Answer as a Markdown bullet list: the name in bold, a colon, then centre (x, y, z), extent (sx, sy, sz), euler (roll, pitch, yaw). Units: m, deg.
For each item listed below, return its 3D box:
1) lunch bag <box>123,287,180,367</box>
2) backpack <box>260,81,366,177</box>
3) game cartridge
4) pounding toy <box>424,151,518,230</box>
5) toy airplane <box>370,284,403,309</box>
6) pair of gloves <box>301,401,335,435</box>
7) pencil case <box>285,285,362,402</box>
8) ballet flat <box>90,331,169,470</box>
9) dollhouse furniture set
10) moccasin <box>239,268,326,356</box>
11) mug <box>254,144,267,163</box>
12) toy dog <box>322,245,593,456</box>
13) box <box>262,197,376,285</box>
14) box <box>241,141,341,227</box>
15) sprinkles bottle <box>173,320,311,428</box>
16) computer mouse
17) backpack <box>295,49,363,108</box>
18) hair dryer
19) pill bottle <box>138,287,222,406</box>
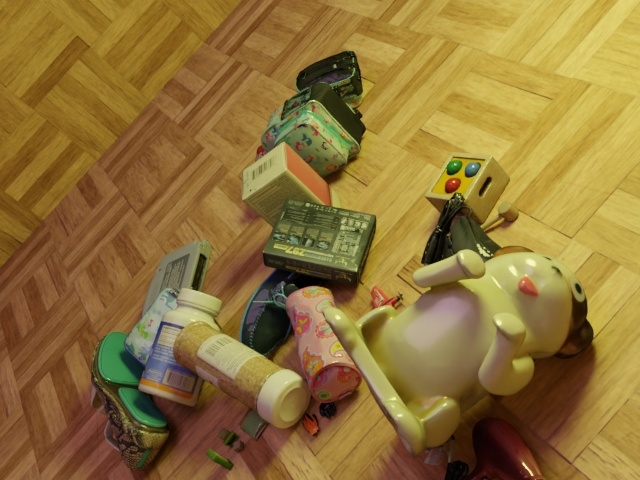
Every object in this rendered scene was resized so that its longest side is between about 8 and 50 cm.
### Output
- **lunch bag**: centre (-0.400, 0.247, 2.315), extent (0.176, 0.090, 0.219), euler (38, 87, 28)
- **backpack**: centre (-0.032, -0.278, 2.363), extent (0.254, 0.225, 0.191), euler (-21, 37, 41)
- **game cartridge**: centre (-0.424, 0.144, 2.523), extent (0.198, 0.062, 0.297), euler (-27, 38, 35)
- **pounding toy**: centre (0.329, -0.094, 1.881), extent (0.206, 0.094, 0.181), euler (14, 66, 54)
- **toy airplane**: centre (0.124, 0.167, 1.903), extent (0.151, 0.028, 0.151), euler (-31, 36, 25)
- **pair of gloves**: centre (-0.004, 0.372, 1.851), extent (0.083, 0.010, 0.074), euler (-46, 31, 0)
- **pencil case**: centre (0.005, 0.220, 1.900), extent (0.124, 0.124, 0.284), euler (-39, 34, 12)
- **ballet flat**: centre (-0.522, 0.425, 2.272), extent (0.182, 0.164, 0.483), euler (-63, 32, 13)
- **dollhouse furniture set**: centre (-0.187, 0.433, 1.951), extent (0.151, 0.058, 0.076), euler (-54, 34, -9)
- **moccasin**: centre (-0.073, 0.127, 2.071), extent (0.117, 0.138, 0.342), euler (8, 63, 47)
- **mug**: centre (-0.136, -0.184, 2.486), extent (0.150, 0.113, 0.169), euler (-17, 47, 41)
- **toy dog**: centre (0.273, 0.177, 1.499), extent (0.408, 0.395, 0.284), euler (-32, 53, -2)
- **box**: centre (0.000, 0.000, 2.068), extent (0.233, 0.059, 0.183), euler (11, 51, 12)
- **box**: centre (-0.072, -0.111, 2.223), extent (0.149, 0.232, 0.126), euler (-33, 36, 21)
- **sprinkles bottle**: centre (-0.182, 0.295, 1.960), extent (0.355, 0.121, 0.121), euler (23, 73, 40)
- **computer mouse**: centre (0.288, 0.035, 1.766), extent (0.272, 0.072, 0.188), euler (52, 129, 51)
- **backpack**: centre (0.027, -0.451, 2.533), extent (0.189, 0.144, 0.165), euler (-13, 43, 8)
- **hair dryer**: centre (0.268, 0.407, 1.465), extent (0.294, 0.080, 0.223), euler (-28, 40, 50)
- **pill bottle**: centre (-0.340, 0.264, 2.167), extent (0.152, 0.152, 0.271), euler (1, 69, 49)
